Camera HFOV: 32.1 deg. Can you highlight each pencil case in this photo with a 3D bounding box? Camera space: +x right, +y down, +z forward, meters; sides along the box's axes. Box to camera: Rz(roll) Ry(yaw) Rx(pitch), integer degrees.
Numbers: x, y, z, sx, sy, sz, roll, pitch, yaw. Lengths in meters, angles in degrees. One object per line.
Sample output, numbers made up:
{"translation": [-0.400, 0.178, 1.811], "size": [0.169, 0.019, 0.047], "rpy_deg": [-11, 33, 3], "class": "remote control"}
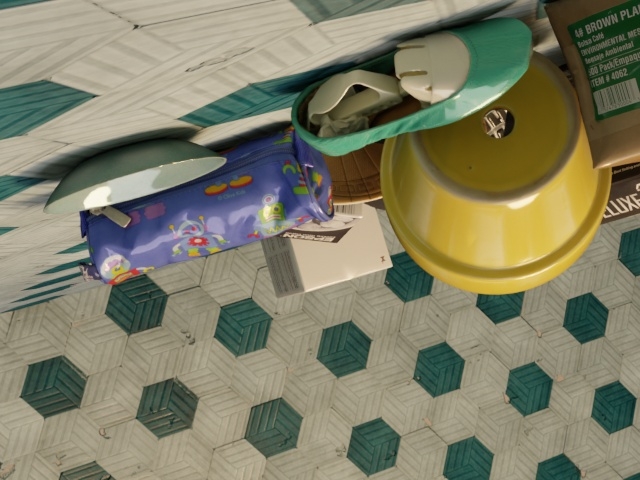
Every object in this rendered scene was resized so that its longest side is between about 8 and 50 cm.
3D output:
{"translation": [-0.139, -0.042, 1.307], "size": [0.306, 0.119, 0.133], "rpy_deg": [-17, 157, 6], "class": "pencil case"}

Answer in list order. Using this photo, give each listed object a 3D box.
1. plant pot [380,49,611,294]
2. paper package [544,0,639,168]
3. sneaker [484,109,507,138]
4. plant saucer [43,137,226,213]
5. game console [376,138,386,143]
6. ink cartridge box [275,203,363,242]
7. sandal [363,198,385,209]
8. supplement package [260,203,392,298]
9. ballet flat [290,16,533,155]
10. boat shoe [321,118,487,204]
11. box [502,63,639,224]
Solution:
{"translation": [0.183, -0.087, 1.160], "size": [0.254, 0.254, 0.239], "rpy_deg": [-17, 166, 4], "class": "plant pot"}
{"translation": [0.427, -0.199, 1.031], "size": [0.325, 0.168, 0.309], "rpy_deg": [-18, 176, 37], "class": "paper package"}
{"translation": [0.229, -0.168, 1.696], "size": [0.209, 0.081, 0.094], "rpy_deg": [-28, -144, -3], "class": "sneaker"}
{"translation": [-0.195, -0.072, 1.149], "size": [0.195, 0.037, 0.195], "rpy_deg": [-17, 177, -1], "class": "plant saucer"}
{"translation": [0.098, -0.162, 1.478], "size": [0.107, 0.071, 0.122], "rpy_deg": [-47, 180, -2], "class": "game console"}
{"translation": [-0.061, -0.037, 1.679], "size": [0.206, 0.045, 0.208], "rpy_deg": [7, 164, -12], "class": "ink cartridge box"}
{"translation": [0.104, -0.117, 1.929], "size": [0.097, 0.054, 0.254], "rpy_deg": [23, 167, -2], "class": "sandal"}
{"translation": [0.000, 0.000, 2.375], "size": [0.199, 0.198, 0.263], "rpy_deg": [-16, 178, -16], "class": "supplement package"}
{"translation": [0.073, -0.139, 1.016], "size": [0.247, 0.083, 0.087], "rpy_deg": [-21, 162, 33], "class": "ballet flat"}
{"translation": [0.100, -0.113, 1.588], "size": [0.277, 0.098, 0.096], "rpy_deg": [-18, 177, -9], "class": "boat shoe"}
{"translation": [0.372, -0.138, 1.400], "size": [0.307, 0.242, 0.076], "rpy_deg": [-18, 135, 41], "class": "box"}
